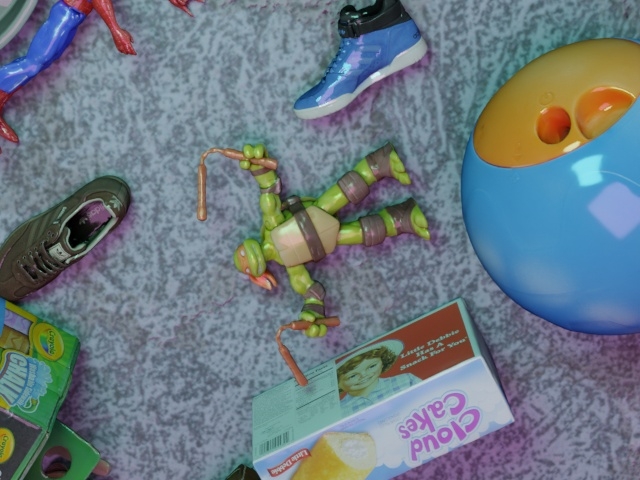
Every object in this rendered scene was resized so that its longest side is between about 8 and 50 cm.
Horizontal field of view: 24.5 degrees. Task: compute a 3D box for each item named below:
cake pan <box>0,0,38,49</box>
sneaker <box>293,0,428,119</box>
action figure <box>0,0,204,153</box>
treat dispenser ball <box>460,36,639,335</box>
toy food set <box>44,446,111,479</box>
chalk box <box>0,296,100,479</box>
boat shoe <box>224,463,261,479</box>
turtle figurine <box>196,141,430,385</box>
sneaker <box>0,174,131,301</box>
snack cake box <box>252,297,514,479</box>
[{"bbox_3d":[-0.406,-0.304,1.434,0.293,0.054,0.293,-1,110,-2],"label":"cake pan"},{"bbox_3d":[0.025,-0.190,1.486,0.152,0.058,0.085,-30,114,4],"label":"sneaker"},{"bbox_3d":[-0.225,-0.195,1.461,0.139,0.091,0.280,32,106,-6],"label":"action figure"},{"bbox_3d":[0.279,-0.052,1.424,0.288,0.288,0.288,-1,109,-2],"label":"treat dispenser ball"},{"bbox_3d":[-0.287,0.316,1.639,0.132,0.038,0.192,18,96,28],"label":"toy food set"},{"bbox_3d":[-0.368,0.173,1.525,0.289,0.179,0.180,30,115,-13],"label":"chalk box"},{"bbox_3d":[-0.190,0.370,1.645,0.120,0.122,0.324,39,104,-8],"label":"boat shoe"},{"bbox_3d":[0.000,0.000,1.539,0.217,0.087,0.270,-22,100,-2],"label":"turtle figurine"},{"bbox_3d":[-0.278,0.002,1.536,0.188,0.071,0.066,-41,106,11],"label":"sneaker"},{"bbox_3d":[0.061,0.179,1.569,0.264,0.152,0.089,-26,109,7],"label":"snack cake box"}]
